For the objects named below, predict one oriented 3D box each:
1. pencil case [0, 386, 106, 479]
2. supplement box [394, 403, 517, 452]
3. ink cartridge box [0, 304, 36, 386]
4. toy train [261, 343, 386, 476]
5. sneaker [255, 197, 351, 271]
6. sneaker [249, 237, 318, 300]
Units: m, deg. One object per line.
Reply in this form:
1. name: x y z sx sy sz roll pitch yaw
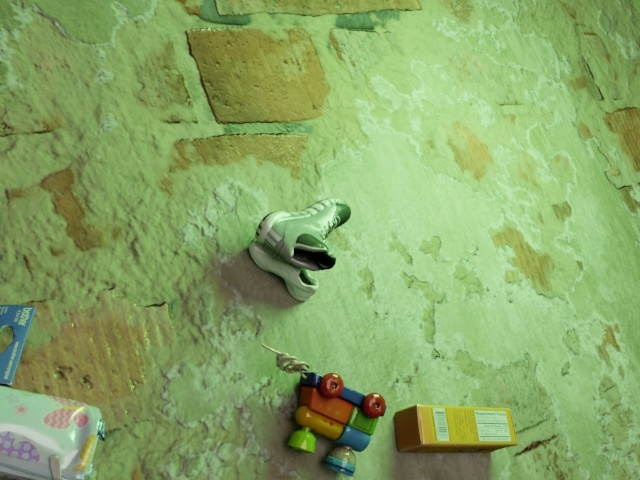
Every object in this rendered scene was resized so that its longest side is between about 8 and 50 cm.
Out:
1. pencil case: -0.429 0.253 0.911 0.273 0.113 0.124 20 37 -22
2. supplement box: 0.257 0.357 1.319 0.233 0.078 0.080 12 60 -28
3. ink cartridge box: -0.519 0.136 0.836 0.311 0.065 0.186 3 23 -14
4. toy train: -0.020 0.288 1.171 0.248 0.105 0.143 28 70 -19
5. sneaker: 0.000 0.000 1.278 0.228 0.086 0.132 -17 51 -42
6. sneaker: -0.062 0.045 1.270 0.152 0.061 0.054 41 55 -8
